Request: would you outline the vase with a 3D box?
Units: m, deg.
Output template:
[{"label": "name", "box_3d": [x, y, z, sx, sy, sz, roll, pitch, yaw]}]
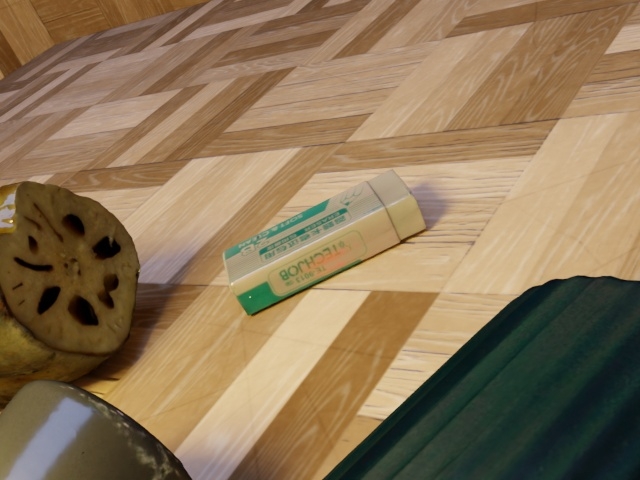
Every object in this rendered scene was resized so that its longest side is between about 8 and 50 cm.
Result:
[{"label": "vase", "box_3d": [-0.240, 0.267, 0.610, 0.173, 0.173, 0.321, 0, 41, 41]}]

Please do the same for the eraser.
[{"label": "eraser", "box_3d": [0.000, 0.000, 0.992, 0.225, 0.052, 0.095, -26, 25, 0]}]

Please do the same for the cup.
[{"label": "cup", "box_3d": [0.085, 0.202, 0.396, 0.242, 0.308, 0.292, 37, 63, 26]}]

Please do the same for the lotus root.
[{"label": "lotus root", "box_3d": [-0.403, 0.077, 1.009, 0.346, 0.250, 0.250, -13, 29, 23]}]
